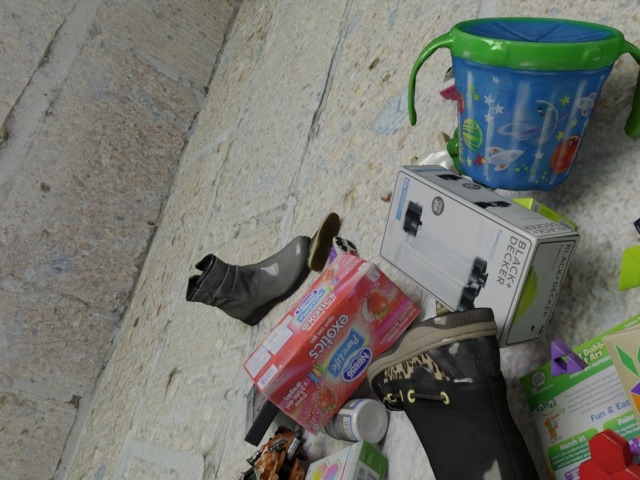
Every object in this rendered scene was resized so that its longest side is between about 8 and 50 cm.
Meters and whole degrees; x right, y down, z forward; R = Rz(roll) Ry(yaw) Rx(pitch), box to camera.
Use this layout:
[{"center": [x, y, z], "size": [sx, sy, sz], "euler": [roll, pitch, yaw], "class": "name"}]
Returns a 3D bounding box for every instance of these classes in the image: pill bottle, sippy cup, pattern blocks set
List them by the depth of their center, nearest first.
[{"center": [0.358, 0.134, 0.559], "size": [0.325, 0.026, 0.285], "euler": [-18, 85, 57], "class": "pattern blocks set"}, {"center": [0.302, -0.201, 0.905], "size": [0.306, 0.240, 0.224], "euler": [25, 127, 38], "class": "sippy cup"}, {"center": [0.051, 0.327, 1.109], "size": [0.137, 0.078, 0.078], "euler": [-15, 54, 54], "class": "pill bottle"}]

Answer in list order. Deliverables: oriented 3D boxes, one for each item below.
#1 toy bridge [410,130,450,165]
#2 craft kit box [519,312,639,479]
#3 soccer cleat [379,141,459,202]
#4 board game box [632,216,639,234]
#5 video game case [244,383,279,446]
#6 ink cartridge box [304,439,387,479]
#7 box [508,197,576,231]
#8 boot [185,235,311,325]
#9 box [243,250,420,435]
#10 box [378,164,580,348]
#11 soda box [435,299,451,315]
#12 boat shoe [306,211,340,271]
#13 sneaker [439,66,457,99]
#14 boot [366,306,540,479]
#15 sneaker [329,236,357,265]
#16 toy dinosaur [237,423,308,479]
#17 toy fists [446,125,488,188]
[{"center": [0.259, -0.199, 1.257], "size": [0.188, 0.026, 0.063], "euler": [-44, 35, 32], "class": "toy bridge"}, {"center": [0.371, 0.218, 0.693], "size": [0.250, 0.061, 0.246], "euler": [-42, 37, 34], "class": "craft kit box"}, {"center": [0.204, -0.133, 1.250], "size": [0.196, 0.068, 0.076], "euler": [-25, 59, 39], "class": "soccer cleat"}, {"center": [0.424, 0.053, 0.646], "size": [0.048, 0.141, 0.170], "euler": [-43, 34, 31], "class": "board game box"}, {"center": [-0.086, 0.279, 1.333], "size": [0.274, 0.035, 0.248], "euler": [-60, 8, 2], "class": "video game case"}, {"center": [0.016, 0.438, 1.057], "size": [0.209, 0.062, 0.109], "euler": [-39, 15, 38], "class": "ink cartridge box"}, {"center": [0.295, -0.027, 0.964], "size": [0.178, 0.109, 0.042], "euler": [3, 72, 59], "class": "box"}, {"center": [-0.190, 0.085, 1.562], "size": [0.338, 0.223, 0.118], "euler": [-49, 31, 25], "class": "boot"}, {"center": [0.016, 0.182, 1.130], "size": [0.300, 0.142, 0.154], "euler": [-49, 21, -8], "class": "box"}, {"center": [0.217, 0.009, 0.901], "size": [0.290, 0.087, 0.169], "euler": [41, 127, 49], "class": "box"}, {"center": [0.270, 0.075, 0.975], "size": [0.181, 0.058, 0.061], "euler": [-33, 41, 43], "class": "soda box"}, {"center": [0.000, 0.000, 1.493], "size": [0.049, 0.056, 0.152], "euler": [14, 79, 56], "class": "boat shoe"}, {"center": [0.314, -0.355, 1.256], "size": [0.170, 0.063, 0.074], "euler": [-19, 57, 59], "class": "sneaker"}, {"center": [0.180, 0.276, 0.838], "size": [0.377, 0.138, 0.284], "euler": [112, 146, -62], "class": "boot"}, {"center": [0.053, 0.062, 1.365], "size": [0.170, 0.068, 0.071], "euler": [-97, 27, -59], "class": "sneaker"}, {"center": [-0.100, 0.455, 1.129], "size": [0.164, 0.322, 0.218], "euler": [33, 93, 18], "class": "toy dinosaur"}, {"center": [0.338, -0.228, 1.078], "size": [0.279, 0.096, 0.142], "euler": [-49, 30, 27], "class": "toy fists"}]
